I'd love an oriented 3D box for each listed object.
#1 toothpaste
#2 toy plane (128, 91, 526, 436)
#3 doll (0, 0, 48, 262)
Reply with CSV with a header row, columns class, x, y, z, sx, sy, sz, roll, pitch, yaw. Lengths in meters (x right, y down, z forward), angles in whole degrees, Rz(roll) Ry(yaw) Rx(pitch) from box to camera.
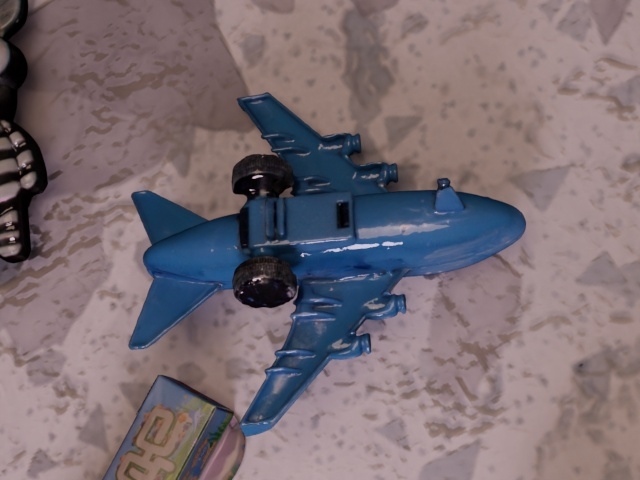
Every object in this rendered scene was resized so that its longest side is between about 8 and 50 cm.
class,x,y,z,sx,sy,sz,roll,pitch,yaw
toothpaste,-0.121,0.194,1.025,0.070,0.044,0.193,27,86,18
toy plane,0.000,0.000,1.010,0.271,0.105,0.254,-11,62,15
doll,-0.251,-0.087,1.105,0.091,0.067,0.219,-13,74,15
